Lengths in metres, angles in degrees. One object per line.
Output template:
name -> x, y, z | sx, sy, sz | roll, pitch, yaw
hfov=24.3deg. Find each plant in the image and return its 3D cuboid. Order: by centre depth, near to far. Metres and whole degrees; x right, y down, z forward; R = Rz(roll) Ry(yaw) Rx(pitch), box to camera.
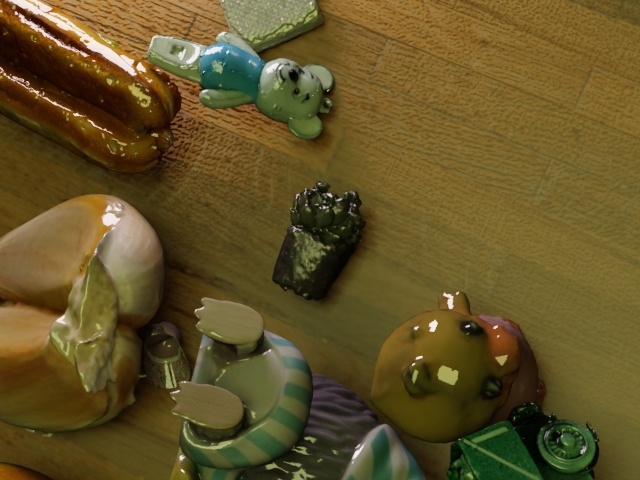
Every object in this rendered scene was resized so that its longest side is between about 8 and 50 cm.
plant -> 0.000, 0.000, 1.792 | 0.094, 0.092, 0.143 | 23, 95, 23

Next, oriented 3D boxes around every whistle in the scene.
whistle -> -0.096, -0.202, 1.824 | 0.236, 0.077, 0.114 | 18, 61, -8

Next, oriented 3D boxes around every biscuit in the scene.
biscuit -> -0.081, -0.343, 1.896 | 0.121, 0.040, 0.199 | -22, 75, 7

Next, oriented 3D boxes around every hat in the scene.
hat -> -0.191, 0.139, 1.843 | 0.058, 0.042, 0.087 | -14, 111, 10

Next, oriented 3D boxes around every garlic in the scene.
garlic -> -0.321, 0.094, 1.792 | 0.313, 0.249, 0.286 | -10, 89, 47

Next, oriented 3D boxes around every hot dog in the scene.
hot dog -> -0.321, -0.207, 1.891 | 0.349, 0.117, 0.158 | 28, 109, 20

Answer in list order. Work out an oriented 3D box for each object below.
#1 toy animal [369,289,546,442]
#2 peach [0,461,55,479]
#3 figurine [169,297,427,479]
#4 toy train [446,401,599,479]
toy animal -> 0.147, 0.146, 1.629 | 0.169, 0.281, 0.195 | -22, 78, 11
peach -> -0.383, 0.392, 1.696 | 0.308, 0.332, 0.308 | -6, 69, 15
figurine -> 0.027, 0.242, 1.625 | 0.378, 0.361, 0.266 | 9, 57, 0
toy train -> 0.238, 0.286, 1.492 | 0.154, 0.115, 0.269 | -19, 61, -16
